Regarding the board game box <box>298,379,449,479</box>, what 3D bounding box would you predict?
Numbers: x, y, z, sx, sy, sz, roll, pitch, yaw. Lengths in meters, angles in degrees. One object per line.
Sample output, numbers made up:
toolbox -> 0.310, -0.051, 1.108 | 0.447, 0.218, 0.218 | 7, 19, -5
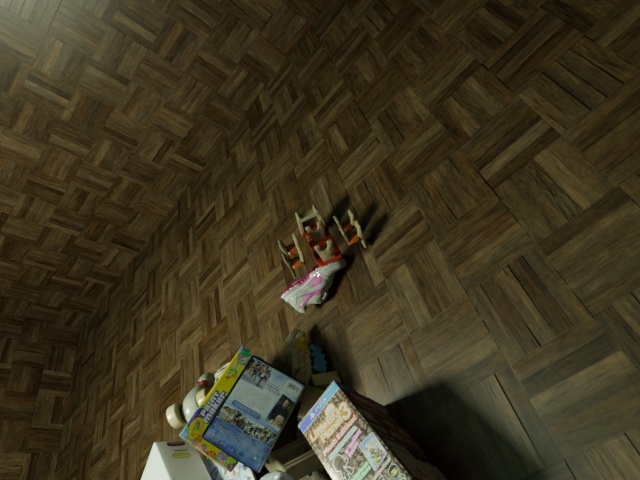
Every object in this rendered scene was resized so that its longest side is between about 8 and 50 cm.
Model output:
board game box -> 0.127, 0.493, 0.973 | 0.141, 0.232, 0.291 | -51, 37, -1

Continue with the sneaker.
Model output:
sneaker -> -0.007, 0.151, 1.461 | 0.252, 0.111, 0.103 | -37, 4, 8

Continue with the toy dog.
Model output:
toy dog -> -0.430, 0.617, 1.624 | 0.220, 0.333, 0.161 | -25, 92, 21

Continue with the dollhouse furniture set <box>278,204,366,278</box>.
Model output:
dollhouse furniture set -> 0.000, 0.000, 1.461 | 0.261, 0.135, 0.259 | -24, 36, -1

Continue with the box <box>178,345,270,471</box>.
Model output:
box -> -0.263, 0.518, 1.318 | 0.290, 0.177, 0.279 | -55, -4, -30

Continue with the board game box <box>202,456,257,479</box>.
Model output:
board game box -> -0.336, 0.872, 1.429 | 0.390, 0.050, 0.390 | -60, 41, 16

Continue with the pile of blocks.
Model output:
pile of blocks -> -0.029, 0.436, 1.328 | 0.362, 0.148, 0.113 | -111, 24, -51

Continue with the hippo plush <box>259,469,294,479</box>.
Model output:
hippo plush -> -0.073, 0.694, 1.033 | 0.234, 0.236, 0.294 | -61, 5, -11

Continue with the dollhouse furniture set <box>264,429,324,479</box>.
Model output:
dollhouse furniture set -> -0.077, 0.681, 1.250 | 0.129, 0.129, 0.184 | 16, 113, 53

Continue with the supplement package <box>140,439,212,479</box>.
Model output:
supplement package -> -0.495, 0.852, 1.470 | 0.261, 0.145, 0.204 | 28, 100, 50

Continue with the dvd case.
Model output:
dvd case -> -0.177, 0.462, 1.174 | 0.180, 0.022, 0.253 | 24, 60, 14
